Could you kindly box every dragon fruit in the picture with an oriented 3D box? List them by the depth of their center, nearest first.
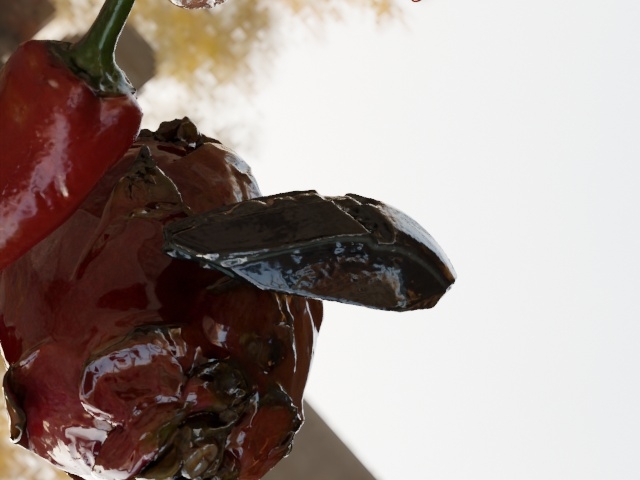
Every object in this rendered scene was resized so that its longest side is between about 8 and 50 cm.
[{"bbox_3d":[-0.115,0.051,1.193,0.250,0.250,0.315,-26,-123,34],"label":"dragon fruit"}]

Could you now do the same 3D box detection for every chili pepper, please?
[{"bbox_3d":[-0.219,-0.016,0.877,0.368,0.137,0.092,-33,-125,-3],"label":"chili pepper"}]

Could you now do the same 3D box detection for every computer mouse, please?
[{"bbox_3d":[0.000,0.000,1.057,0.106,0.192,0.062,-142,-116,-67],"label":"computer mouse"}]

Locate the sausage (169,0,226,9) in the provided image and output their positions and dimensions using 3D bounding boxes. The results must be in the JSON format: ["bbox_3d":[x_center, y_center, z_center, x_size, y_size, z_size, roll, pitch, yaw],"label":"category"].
[{"bbox_3d":[-0.059,-0.127,0.677,0.034,0.083,0.034,-22,158,-10],"label":"sausage"}]

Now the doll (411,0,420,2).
[{"bbox_3d":[0.116,-0.171,0.851,0.169,0.057,0.109,-30,-175,1],"label":"doll"}]
